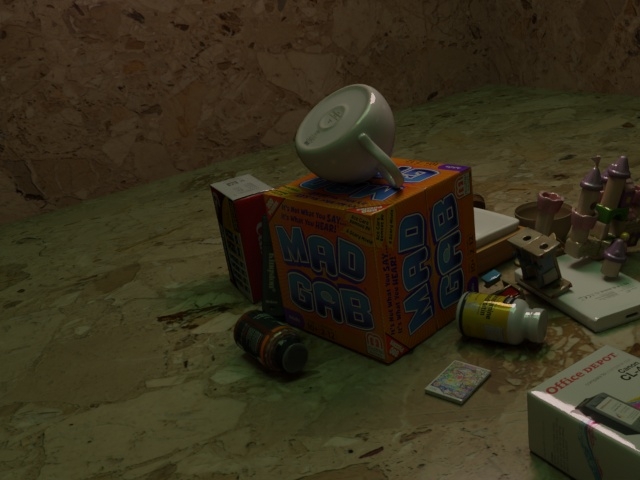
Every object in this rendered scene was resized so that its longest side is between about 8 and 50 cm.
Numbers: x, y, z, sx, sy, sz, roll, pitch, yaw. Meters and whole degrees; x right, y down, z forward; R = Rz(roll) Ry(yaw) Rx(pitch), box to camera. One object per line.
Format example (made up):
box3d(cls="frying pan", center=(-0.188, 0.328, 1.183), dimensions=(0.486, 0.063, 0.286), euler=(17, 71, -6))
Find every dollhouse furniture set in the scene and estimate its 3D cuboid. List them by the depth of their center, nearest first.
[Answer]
box3d(cls="dollhouse furniture set", center=(0.475, 0.084, 1.625), dimensions=(0.183, 0.129, 0.129), euler=(-30, 26, -10))

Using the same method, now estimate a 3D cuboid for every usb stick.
box3d(cls="usb stick", center=(-0.115, 0.067, 1.759), dimensions=(0.077, 0.278, 0.045), euler=(1, 4, 11))

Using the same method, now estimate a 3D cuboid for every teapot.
box3d(cls="teapot", center=(0.080, -0.218, 1.566), dimensions=(0.252, 0.187, 0.256), euler=(-16, 41, 35))

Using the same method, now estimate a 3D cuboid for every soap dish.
box3d(cls="soap dish", center=(0.396, 0.012, 1.911), dimensions=(0.290, 0.118, 0.228), euler=(-22, 25, -29))

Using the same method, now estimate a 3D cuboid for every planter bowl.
box3d(cls="planter bowl", center=(0.640, -0.038, 1.952), dimensions=(0.161, 0.109, 0.162), euler=(-8, 22, 3))

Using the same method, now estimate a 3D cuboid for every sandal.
box3d(cls="sandal", center=(0.648, 0.015, 1.858), dimensions=(0.239, 0.079, 0.088), euler=(-5, 22, 9))

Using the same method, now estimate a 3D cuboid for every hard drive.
box3d(cls="hard drive", center=(0.646, 0.116, 1.659), dimensions=(0.202, 0.040, 0.307), euler=(-15, 22, -15))

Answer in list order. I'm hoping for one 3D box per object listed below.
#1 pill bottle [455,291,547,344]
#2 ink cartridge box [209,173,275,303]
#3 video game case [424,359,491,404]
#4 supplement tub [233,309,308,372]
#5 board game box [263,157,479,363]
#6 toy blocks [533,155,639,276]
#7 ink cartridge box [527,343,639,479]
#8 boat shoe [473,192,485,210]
box3d(cls="pill bottle", center=(0.403, 0.175, 1.520), dimensions=(0.184, 0.103, 0.103), euler=(7, 26, 34))
box3d(cls="ink cartridge box", center=(-0.181, 0.000, 1.900), dimensions=(0.130, 0.310, 0.272), euler=(-18, 23, -22))
box3d(cls="video game case", center=(0.283, 0.290, 1.404), dimensions=(0.087, 0.011, 0.122), euler=(11, 29, 40))
box3d(cls="supplement tub", center=(-0.111, 0.235, 1.565), dimensions=(0.106, 0.106, 0.197), euler=(-22, 25, -30))
box3d(cls="board game box", center=(0.131, 0.019, 1.668), dimensions=(0.356, 0.357, 0.356), euler=(-26, 27, -37))
box3d(cls="toy blocks", center=(0.751, -0.089, 1.711), dimensions=(0.288, 0.260, 0.309), euler=(-8, 29, -30))
box3d(cls="ink cartridge box", center=(0.521, 0.313, 1.096), dimensions=(0.226, 0.131, 0.306), euler=(-20, 26, -27))
box3d(cls="boat shoe", center=(0.381, -0.056, 2.122), dimensions=(0.307, 0.111, 0.104), euler=(-21, 26, -3))
